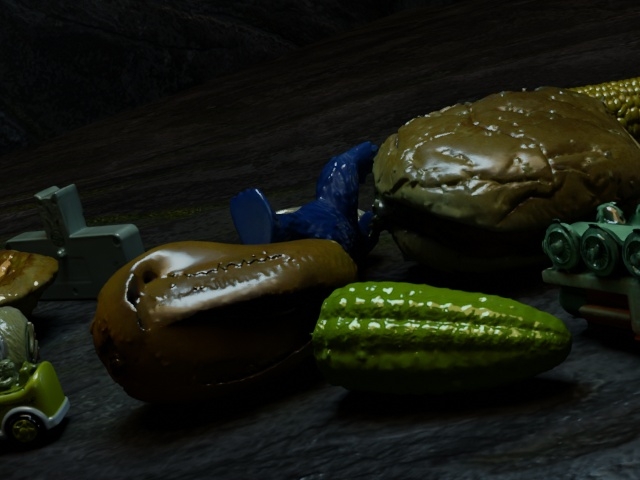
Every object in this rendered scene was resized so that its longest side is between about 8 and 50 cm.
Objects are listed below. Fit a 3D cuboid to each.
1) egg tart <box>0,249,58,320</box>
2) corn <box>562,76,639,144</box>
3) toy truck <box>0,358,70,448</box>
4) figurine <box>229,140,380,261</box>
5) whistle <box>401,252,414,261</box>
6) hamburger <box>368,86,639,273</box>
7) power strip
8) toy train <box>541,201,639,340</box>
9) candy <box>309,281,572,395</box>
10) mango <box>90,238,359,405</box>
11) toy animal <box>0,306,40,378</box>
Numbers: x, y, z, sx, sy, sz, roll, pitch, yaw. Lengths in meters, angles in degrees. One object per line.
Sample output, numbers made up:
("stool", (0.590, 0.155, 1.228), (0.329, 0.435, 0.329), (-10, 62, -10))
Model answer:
("egg tart", (-0.417, 0.082, 1.328), (0.241, 0.106, 0.241), (-11, 14, 3))
("corn", (0.346, -0.148, 1.436), (0.305, 0.106, 0.106), (-14, 16, -5))
("toy truck", (-0.294, 0.148, 1.041), (0.111, 0.077, 0.076), (-13, 16, 5))
("figurine", (-0.007, 0.007, 1.204), (0.121, 0.164, 0.262), (43, 39, 19))
("whistle", (0.136, 0.001, 1.238), (0.100, 0.035, 0.035), (-18, 16, -9))
("hamburger", (0.201, -0.056, 1.150), (0.308, 0.132, 0.211), (-10, 26, -7))
("power strip", (-0.319, 0.005, 1.430), (0.215, 0.145, 0.061), (-4, 17, 34))
("toy train", (0.247, 0.035, 0.895), (0.074, 0.118, 0.176), (-17, 11, -28))
("candy", (0.097, 0.080, 0.904), (0.209, 0.097, 0.097), (-1, 20, 28))
("mango", (-0.083, 0.062, 1.026), (0.248, 0.156, 0.151), (-22, -18, -17))
("toy animal", (-0.335, 0.127, 1.142), (0.098, 0.098, 0.137), (-14, 37, 2))
